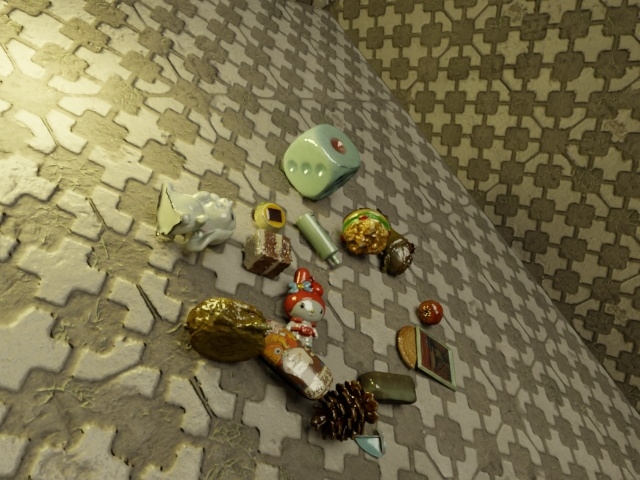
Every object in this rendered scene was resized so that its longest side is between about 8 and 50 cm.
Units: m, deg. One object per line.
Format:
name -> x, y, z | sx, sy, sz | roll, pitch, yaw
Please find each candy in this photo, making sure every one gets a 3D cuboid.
candy -> 0.253, 0.556, 1.649 | 0.233, 0.102, 0.104 | 21, 46, -32

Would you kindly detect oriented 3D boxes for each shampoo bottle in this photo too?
shampoo bottle -> 0.000, 0.000, 1.904 | 0.263, 0.085, 0.085 | 53, 38, 7

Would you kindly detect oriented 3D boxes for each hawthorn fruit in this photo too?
hawthorn fruit -> 0.526, 0.343, 2.084 | 0.128, 0.128, 0.128 | 25, 43, -26

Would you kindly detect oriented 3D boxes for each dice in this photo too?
dice -> 0.006, -0.369, 2.086 | 0.268, 0.262, 0.264 | 53, 38, 5

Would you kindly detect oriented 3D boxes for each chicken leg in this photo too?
chicken leg -> 0.376, 0.005, 2.210 | 0.211, 0.140, 0.362 | 13, 53, -25

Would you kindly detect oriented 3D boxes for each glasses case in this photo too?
glasses case -> -0.100, 0.380, 1.419 | 0.321, 0.082, 0.122 | 39, 44, 12

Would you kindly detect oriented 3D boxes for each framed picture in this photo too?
framed picture -> 0.520, 0.524, 1.967 | 0.273, 0.016, 0.217 | 36, 41, -26

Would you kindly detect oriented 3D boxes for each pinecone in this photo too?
pinecone -> 0.069, 0.555, 1.412 | 0.212, 0.185, 0.169 | -25, 77, -39

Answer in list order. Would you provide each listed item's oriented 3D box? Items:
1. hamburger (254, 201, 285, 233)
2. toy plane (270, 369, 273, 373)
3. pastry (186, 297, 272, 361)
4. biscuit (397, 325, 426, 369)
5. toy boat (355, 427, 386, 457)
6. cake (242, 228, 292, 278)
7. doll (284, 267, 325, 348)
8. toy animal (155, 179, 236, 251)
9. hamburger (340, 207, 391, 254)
hamburger -> -0.209, -0.094, 1.794 | 0.126, 0.081, 0.141 | -12, 78, -45
toy plane -> -0.147, 0.407, 1.457 | 0.080, 0.033, 0.083 | 41, 46, -8
pastry -> -0.276, 0.255, 1.306 | 0.239, 0.235, 0.132 | 10, 46, -14
biscuit -> 0.390, 0.451, 1.922 | 0.144, 0.033, 0.224 | 47, 35, -4
toy boat -> 0.165, 0.697, 1.510 | 0.122, 0.034, 0.096 | 10, 51, -27
cake -> -0.200, 0.045, 1.639 | 0.147, 0.134, 0.135 | 27, 40, -33
doll -> -0.057, 0.242, 1.604 | 0.160, 0.130, 0.291 | 19, 60, -23
toy animal -> -0.422, -0.066, 1.501 | 0.289, 0.174, 0.249 | 21, 33, -28
hamburger -> 0.206, -0.023, 2.017 | 0.237, 0.237, 0.149 | 29, 39, -22
